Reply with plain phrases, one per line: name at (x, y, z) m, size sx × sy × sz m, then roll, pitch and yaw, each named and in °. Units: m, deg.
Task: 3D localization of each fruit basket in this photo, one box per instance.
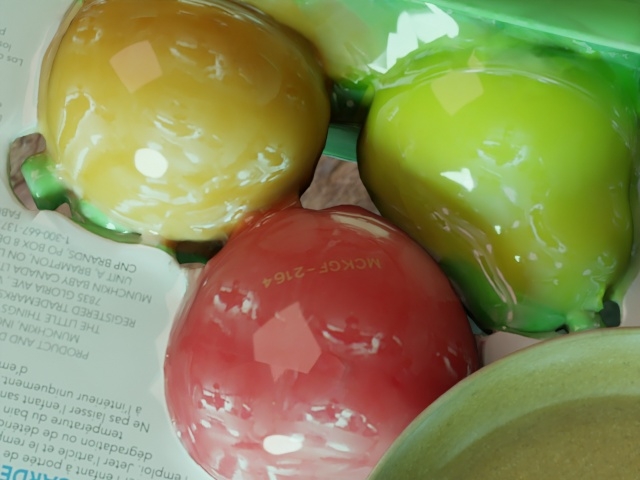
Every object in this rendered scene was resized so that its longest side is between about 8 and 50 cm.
fruit basket at (0.000, 0.000, 0.575) m, size 0.327 × 0.165 × 0.353 m, roll 12°, pitch 76°, yaw -2°

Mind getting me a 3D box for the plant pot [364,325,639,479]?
plant pot at (0.108, 0.146, 0.469) m, size 0.236 × 0.236 × 0.032 m, roll -60°, pitch 2°, yaw -19°
